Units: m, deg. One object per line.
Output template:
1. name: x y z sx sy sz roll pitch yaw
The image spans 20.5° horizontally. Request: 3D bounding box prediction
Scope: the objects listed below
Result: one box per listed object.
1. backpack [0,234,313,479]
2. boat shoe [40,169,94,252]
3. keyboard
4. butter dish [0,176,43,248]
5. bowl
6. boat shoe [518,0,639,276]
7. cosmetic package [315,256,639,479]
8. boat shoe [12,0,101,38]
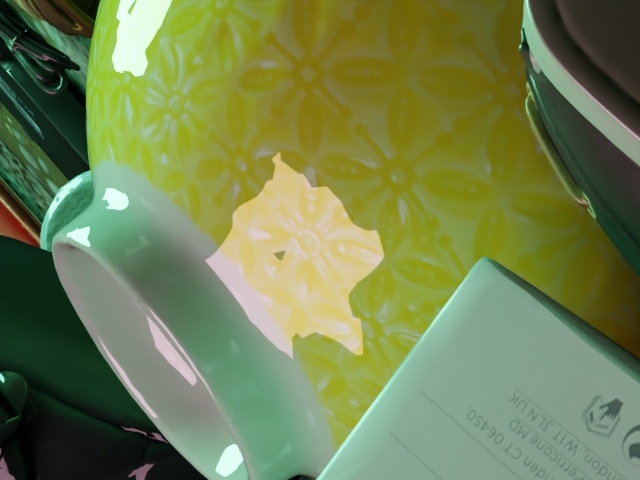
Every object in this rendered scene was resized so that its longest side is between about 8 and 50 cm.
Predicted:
1. backpack: -0.138 0.186 0.857 0.290 0.273 0.355 19 104 30
2. boat shoe: -0.020 0.073 0.934 0.302 0.109 0.094 49 -162 5
3. keyboard: -0.182 -0.109 1.070 0.317 0.033 0.201 47 167 15
4. butter dish: -0.275 0.028 1.403 0.160 0.118 0.160 47 160 20
5. bowl: 0.000 0.000 0.625 0.289 0.156 0.289 46 161 21
6. boat shoe: 0.135 0.011 0.447 0.227 0.081 0.068 52 169 14
7. cosmetic package: 0.074 0.159 0.500 0.138 0.224 0.224 38 -176 41
8. boat shoe: -0.127 -0.158 0.803 0.060 0.064 0.178 35 161 31
